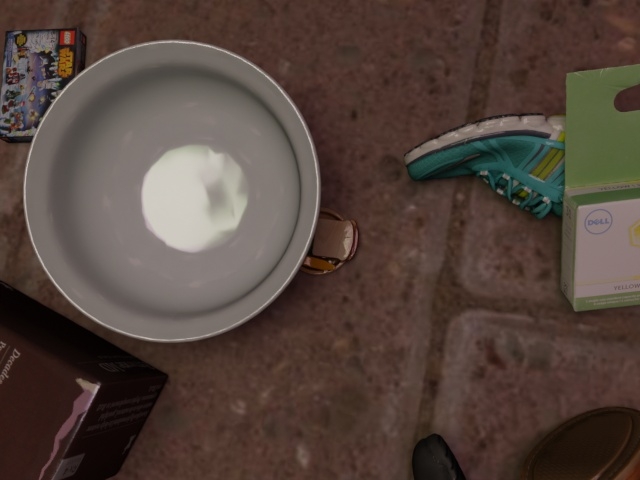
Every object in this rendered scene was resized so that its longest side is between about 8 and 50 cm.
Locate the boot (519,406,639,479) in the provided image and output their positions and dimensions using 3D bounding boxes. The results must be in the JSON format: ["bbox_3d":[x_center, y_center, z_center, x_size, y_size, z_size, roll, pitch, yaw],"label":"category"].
[{"bbox_3d":[0.273,0.317,0.659,0.109,0.283,0.220,-16,110,41],"label":"boot"}]

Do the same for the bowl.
[{"bbox_3d":[-0.142,-0.048,0.742,0.298,0.134,0.297,0,91,5],"label":"bowl"}]

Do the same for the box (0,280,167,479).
[{"bbox_3d":[-0.375,0.112,0.724,0.382,0.191,0.143,28,85,9],"label":"box"}]

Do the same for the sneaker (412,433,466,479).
[{"bbox_3d":[0.106,0.359,0.669,0.146,0.122,0.330,-12,84,8],"label":"sneaker"}]

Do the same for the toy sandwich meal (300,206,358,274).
[{"bbox_3d":[0.000,0.000,0.782,0.086,0.029,0.085,-1,81,6],"label":"toy sandwich meal"}]

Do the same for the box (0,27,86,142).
[{"bbox_3d":[-0.337,-0.188,0.848,0.094,0.027,0.136,-1,81,5],"label":"box"}]

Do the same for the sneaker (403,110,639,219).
[{"bbox_3d":[0.226,-0.077,0.737,0.276,0.107,0.109,-1,91,6],"label":"sneaker"}]

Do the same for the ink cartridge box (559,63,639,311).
[{"bbox_3d":[0.327,-0.051,0.681,0.171,0.056,0.235,-6,117,3],"label":"ink cartridge box"}]
